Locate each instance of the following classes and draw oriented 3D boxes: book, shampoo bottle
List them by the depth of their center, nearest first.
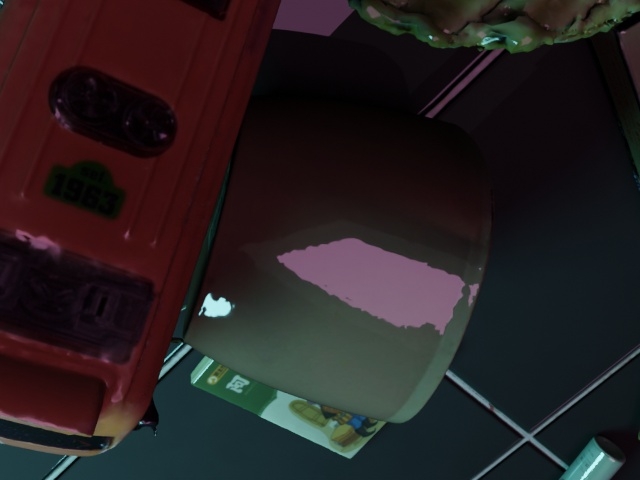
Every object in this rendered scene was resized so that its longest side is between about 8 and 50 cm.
[{"bbox_3d":[0.002,0.161,0.899,0.264,0.027,0.202,33,108,-26],"label":"book"},{"bbox_3d":[0.389,0.388,1.088,0.056,0.056,0.195,20,112,-21],"label":"shampoo bottle"}]

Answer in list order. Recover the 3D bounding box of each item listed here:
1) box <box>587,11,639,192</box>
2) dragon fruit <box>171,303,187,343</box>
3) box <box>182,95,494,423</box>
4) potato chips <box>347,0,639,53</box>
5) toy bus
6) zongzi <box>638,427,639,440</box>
[{"bbox_3d":[0.434,-0.160,0.777,0.198,0.084,0.310,-31,120,6],"label":"box"},{"bbox_3d":[-0.274,0.079,0.702,0.293,0.234,0.233,-13,121,-17],"label":"dragon fruit"},{"bbox_3d":[0.000,0.000,0.670,0.216,0.301,0.301,15,115,-10],"label":"box"},{"bbox_3d":[0.147,-0.330,0.542,0.429,0.070,0.358,-43,85,-10],"label":"potato chips"},{"bbox_3d":[-0.173,-0.060,0.531,0.203,0.233,0.427,21,74,-22],"label":"toy bus"},{"bbox_3d":[0.586,0.185,1.004,0.248,0.111,0.241,-13,138,-11],"label":"zongzi"}]
